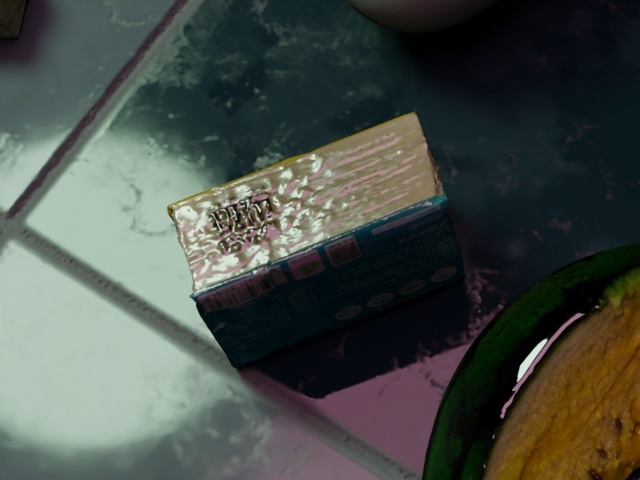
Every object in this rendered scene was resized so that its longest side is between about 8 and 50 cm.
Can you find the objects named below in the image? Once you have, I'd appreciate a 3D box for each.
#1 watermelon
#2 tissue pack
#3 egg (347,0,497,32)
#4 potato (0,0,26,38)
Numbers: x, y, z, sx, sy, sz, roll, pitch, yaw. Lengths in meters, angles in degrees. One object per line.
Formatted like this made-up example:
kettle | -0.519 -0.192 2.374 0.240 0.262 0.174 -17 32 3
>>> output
watermelon | 0.153 0.096 0.892 0.129 0.123 0.301 45 77 -9
tissue pack | 0.000 0.000 0.929 0.169 0.120 0.082 -22 61 1
egg | 0.085 -0.249 0.998 0.176 0.176 0.232 15 78 15
potato | -0.278 -0.188 1.084 0.122 0.086 0.061 7 81 11
